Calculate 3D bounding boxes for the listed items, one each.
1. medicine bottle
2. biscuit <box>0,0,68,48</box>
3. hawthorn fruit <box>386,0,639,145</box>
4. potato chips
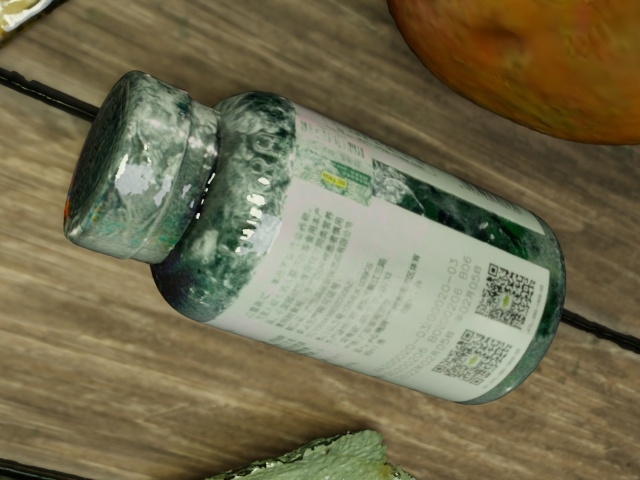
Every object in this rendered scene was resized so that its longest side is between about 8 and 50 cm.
[{"bbox_3d":[0.000,0.000,0.552,0.293,0.141,0.141,21,103,-27],"label":"medicine bottle"},{"bbox_3d":[-0.180,-0.152,0.493,0.083,0.018,0.081,-37,119,-3],"label":"biscuit"},{"bbox_3d":[0.165,-0.164,0.451,0.277,0.298,0.277,-9,127,-12],"label":"hawthorn fruit"},{"bbox_3d":[-0.008,0.210,0.685,0.167,0.059,0.228,-40,124,6],"label":"potato chips"}]
